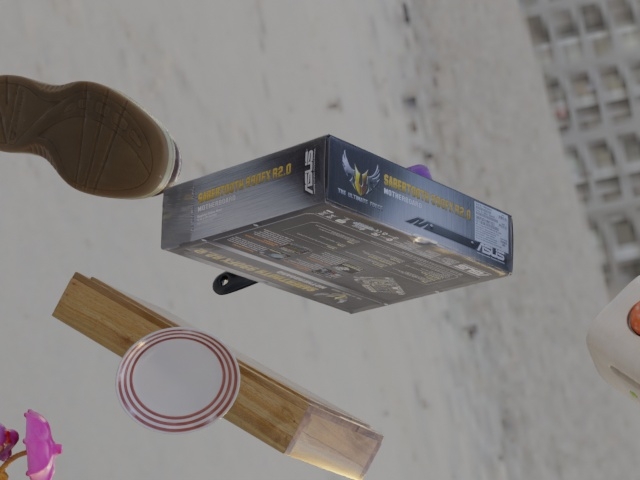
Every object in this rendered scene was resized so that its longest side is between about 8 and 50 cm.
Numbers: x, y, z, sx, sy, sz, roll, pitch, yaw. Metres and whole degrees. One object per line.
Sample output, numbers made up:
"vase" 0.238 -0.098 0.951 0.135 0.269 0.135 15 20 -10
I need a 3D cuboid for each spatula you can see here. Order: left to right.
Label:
"spatula" 0.000 0.000 1.854 0.030 0.296 0.084 36 34 -52

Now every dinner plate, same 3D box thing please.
"dinner plate" -0.162 0.157 1.798 0.017 0.141 0.141 -108 -177 -61

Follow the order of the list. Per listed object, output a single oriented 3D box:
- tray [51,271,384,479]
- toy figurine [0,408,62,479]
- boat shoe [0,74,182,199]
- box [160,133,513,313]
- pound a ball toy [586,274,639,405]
"tray" -0.132 0.170 2.033 0.203 0.411 0.076 32 84 -56
"toy figurine" -0.334 0.221 1.543 0.173 0.159 0.130 44 2 -17
"boat shoe" -0.259 -0.119 1.850 0.123 0.342 0.123 10 94 -47
"box" 0.016 -0.007 1.283 0.231 0.183 0.056 21 64 -42
"pound a ball toy" 0.471 0.117 1.903 0.319 0.208 0.136 37 -17 41
